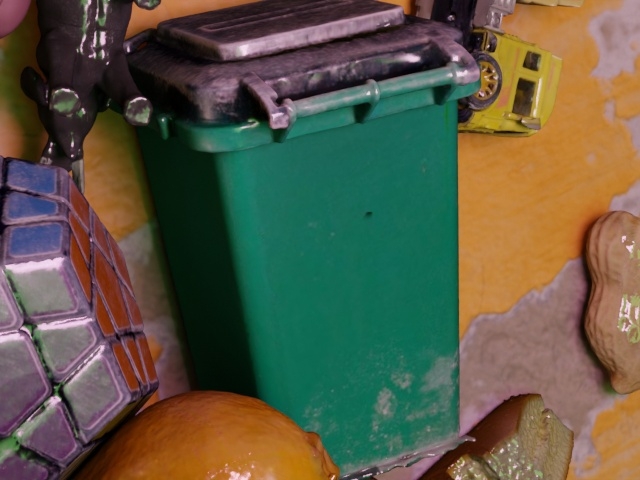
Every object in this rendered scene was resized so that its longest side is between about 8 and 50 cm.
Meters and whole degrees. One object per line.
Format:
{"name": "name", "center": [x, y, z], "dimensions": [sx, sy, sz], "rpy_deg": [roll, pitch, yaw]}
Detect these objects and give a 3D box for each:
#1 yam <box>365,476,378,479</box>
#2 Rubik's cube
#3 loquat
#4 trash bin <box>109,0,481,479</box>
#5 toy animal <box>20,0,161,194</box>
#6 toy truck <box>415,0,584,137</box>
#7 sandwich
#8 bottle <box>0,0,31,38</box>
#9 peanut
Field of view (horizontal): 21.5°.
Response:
{"name": "yam", "center": [0.022, 0.239, 1.517], "dimensions": [0.084, 0.127, 0.084], "rpy_deg": [-6, 102, -27]}
{"name": "Rubik's cube", "center": [-0.279, 0.083, 1.273], "dimensions": [0.319, 0.319, 0.264], "rpy_deg": [-9, 127, -24]}
{"name": "loquat", "center": [-0.097, 0.205, 1.262], "dimensions": [0.234, 0.176, 0.187], "rpy_deg": [-29, 141, 18]}
{"name": "trash bin", "center": [0.000, 0.000, 1.393], "dimensions": [0.259, 0.295, 0.381], "rpy_deg": [-16, 110, -22]}
{"name": "toy animal", "center": [-0.186, -0.129, 1.321], "dimensions": [0.082, 0.137, 0.269], "rpy_deg": [5, 111, -23]}
{"name": "toy truck", "center": [0.166, -0.225, 1.526], "dimensions": [0.157, 0.124, 0.272], "rpy_deg": [12, 89, -36]}
{"name": "sandwich", "center": [0.154, 0.239, 1.600], "dimensions": [0.244, 0.088, 0.090], "rpy_deg": [-38, 108, -16]}
{"name": "bottle", "center": [-0.331, -0.228, 1.289], "dimensions": [0.233, 0.110, 0.110], "rpy_deg": [24, 87, -30]}
{"name": "peanut", "center": [0.301, 0.062, 1.653], "dimensions": [0.082, 0.082, 0.187], "rpy_deg": [-6, 100, -25]}
